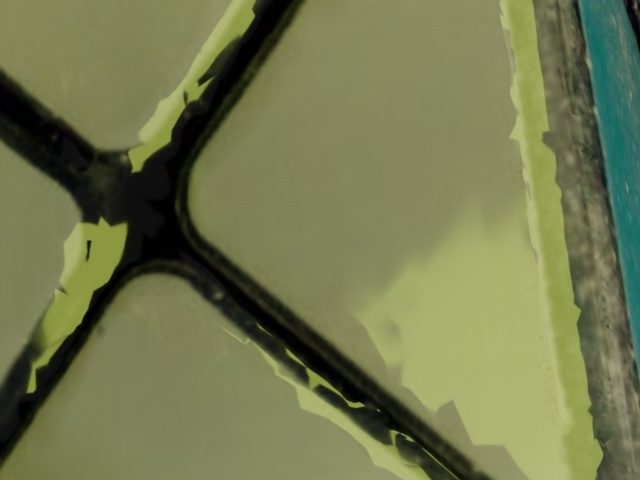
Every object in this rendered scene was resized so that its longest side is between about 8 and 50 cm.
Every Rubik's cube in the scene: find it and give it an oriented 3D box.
[{"bbox_3d":[0.000,0.000,0.567,0.254,0.259,0.260,-12,85,20],"label":"Rubik's cube"}]
